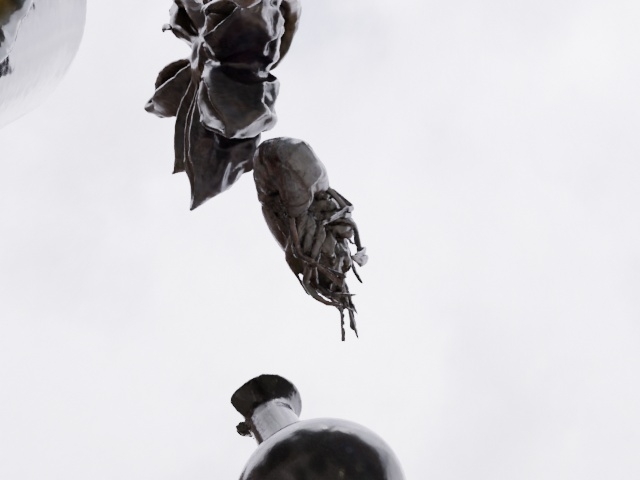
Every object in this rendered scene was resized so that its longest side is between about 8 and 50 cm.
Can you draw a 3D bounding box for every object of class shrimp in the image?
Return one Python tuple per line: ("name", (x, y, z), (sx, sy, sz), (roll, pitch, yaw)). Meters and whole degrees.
("shrimp", (0.000, 0.000, 1.011), (0.056, 0.065, 0.165), (-46, -58, -25))

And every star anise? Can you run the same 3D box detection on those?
("star anise", (-0.061, -0.133, 1.078), (0.081, 0.262, 0.230), (15, -106, -18))

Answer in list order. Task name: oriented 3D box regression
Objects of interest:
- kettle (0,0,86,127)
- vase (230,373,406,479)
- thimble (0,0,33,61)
("kettle", (-0.308, -0.129, 1.013), (0.262, 0.308, 0.203), (-21, -76, 8))
("vase", (-0.015, 0.157, 1.067), (0.120, 0.183, 0.120), (-9, -62, -18))
("thimble", (-0.182, -0.119, 0.570), (0.117, 0.151, 0.127), (7, -37, 24))
